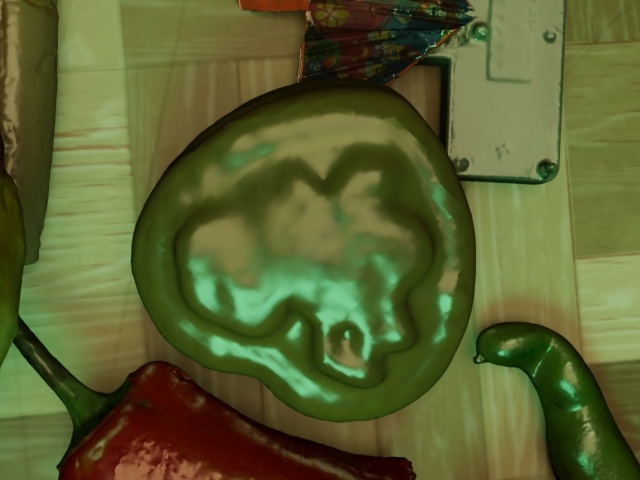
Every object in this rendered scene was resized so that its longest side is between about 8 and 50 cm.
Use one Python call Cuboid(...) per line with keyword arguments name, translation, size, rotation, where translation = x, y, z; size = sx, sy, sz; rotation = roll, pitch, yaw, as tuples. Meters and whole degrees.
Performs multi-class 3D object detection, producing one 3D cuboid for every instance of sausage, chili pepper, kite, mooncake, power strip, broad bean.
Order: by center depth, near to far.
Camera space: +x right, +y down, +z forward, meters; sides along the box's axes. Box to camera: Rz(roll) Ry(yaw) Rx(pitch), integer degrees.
Cuboid(name="chili pepper", translation=(-0.105, 0.156, 0.749), size=(0.338, 0.134, 0.131), rotation=(24, 108, -10))
Cuboid(name="mooncake", translation=(0.000, 0.000, 0.758), size=(0.235, 0.117, 0.235), rotation=(0, 104, 0))
Cuboid(name="sausage", translation=(-0.218, -0.134, 0.779), size=(0.066, 0.066, 0.301), rotation=(1, 91, -7))
Cuboid(name="kite", translation=(0.024, -0.181, 0.798), size=(0.183, 0.014, 0.241), rotation=(5, 96, 19))
Cuboid(name="power strip", translation=(0.108, -0.152, 0.820), size=(0.145, 0.061, 0.215), rotation=(2, 88, -3))
Cuboid(name="broad bean", translation=(0.194, 0.145, 0.831), size=(0.070, 0.048, 0.213), rotation=(-37, 93, -7))

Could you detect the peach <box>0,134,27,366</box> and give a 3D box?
Cuboid(name="peach", translation=(-0.338, 0.029, 0.640), size=(0.315, 0.281, 0.314), rotation=(-4, 88, 6))
